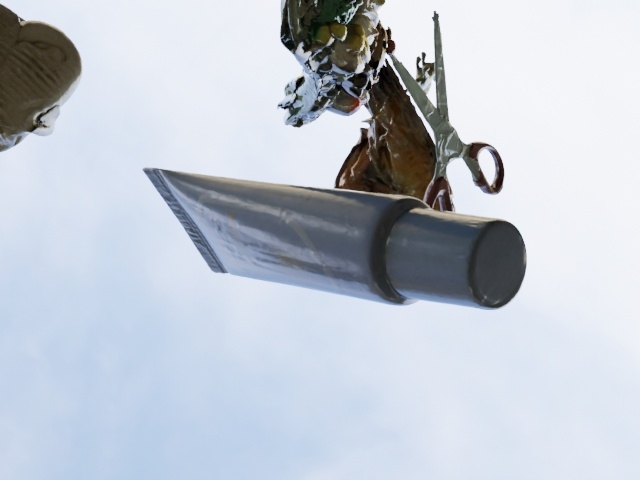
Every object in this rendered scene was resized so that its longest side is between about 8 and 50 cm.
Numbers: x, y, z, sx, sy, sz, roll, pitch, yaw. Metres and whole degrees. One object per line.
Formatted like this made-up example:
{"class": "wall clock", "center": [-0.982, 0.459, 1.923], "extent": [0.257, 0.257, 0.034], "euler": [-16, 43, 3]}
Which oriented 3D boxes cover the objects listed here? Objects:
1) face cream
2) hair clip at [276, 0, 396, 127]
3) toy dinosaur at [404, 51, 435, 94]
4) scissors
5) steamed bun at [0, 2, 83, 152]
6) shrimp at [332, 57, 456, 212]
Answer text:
{"class": "face cream", "center": [0.000, 0.000, 1.107], "extent": [0.086, 0.385, 0.136], "euler": [-51, -53, -27]}
{"class": "hair clip", "center": [0.021, -0.178, 1.134], "extent": [0.091, 0.138, 0.321], "euler": [20, 173, 2]}
{"class": "toy dinosaur", "center": [0.147, -0.229, 1.886], "extent": [0.029, 0.060, 0.120], "euler": [11, -141, 22]}
{"class": "scissors", "center": [0.131, -0.119, 1.419], "extent": [0.017, 0.248, 0.144], "euler": [15, -131, 41]}
{"class": "steamed bun", "center": [-0.452, -0.211, 1.822], "extent": [0.211, 0.144, 0.218], "euler": [33, -117, -1]}
{"class": "shrimp", "center": [0.083, -0.102, 1.790], "extent": [0.062, 0.164, 0.317], "euler": [49, -155, -78]}
